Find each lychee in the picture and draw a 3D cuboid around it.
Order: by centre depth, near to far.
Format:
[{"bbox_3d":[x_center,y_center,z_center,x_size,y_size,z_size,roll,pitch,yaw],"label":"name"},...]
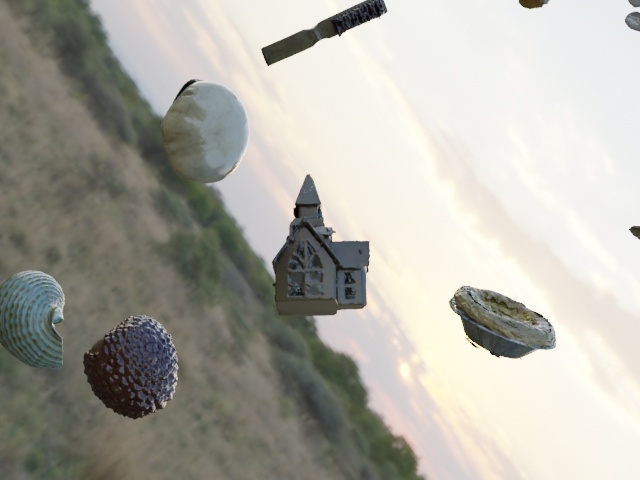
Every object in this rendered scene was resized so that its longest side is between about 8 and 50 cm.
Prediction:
[{"bbox_3d":[-0.350,0.243,2.184,0.188,0.188,0.188,54,-4,5],"label":"lychee"}]

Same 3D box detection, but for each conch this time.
[{"bbox_3d":[-0.404,0.115,1.604,0.153,0.102,0.135,-120,-159,-65],"label":"conch"}]

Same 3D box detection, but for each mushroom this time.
[{"bbox_3d":[-0.177,-0.160,1.699,0.122,0.154,0.154,8,-31,30],"label":"mushroom"}]

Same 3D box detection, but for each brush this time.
[{"bbox_3d":[0.008,-0.388,2.129,0.036,0.248,0.043,-112,179,-69],"label":"brush"}]

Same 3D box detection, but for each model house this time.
[{"bbox_3d":[0.000,0.000,2.046,0.181,0.176,0.248,81,8,-78],"label":"model house"}]

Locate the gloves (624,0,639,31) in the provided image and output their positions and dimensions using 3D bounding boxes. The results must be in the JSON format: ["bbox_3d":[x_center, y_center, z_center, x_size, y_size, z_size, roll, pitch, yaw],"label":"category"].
[{"bbox_3d":[0.593,-0.373,1.922,0.131,0.140,0.218,7,-58,33],"label":"gloves"}]

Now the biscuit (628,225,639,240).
[{"bbox_3d":[0.715,-0.003,2.457,0.120,0.015,0.120,26,-6,3],"label":"biscuit"}]

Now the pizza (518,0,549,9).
[{"bbox_3d":[0.315,-0.441,1.472,0.081,0.229,0.289,16,-73,49],"label":"pizza"}]

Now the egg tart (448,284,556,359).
[{"bbox_3d":[0.363,0.173,2.310,0.234,0.094,0.234,20,15,-5],"label":"egg tart"}]
